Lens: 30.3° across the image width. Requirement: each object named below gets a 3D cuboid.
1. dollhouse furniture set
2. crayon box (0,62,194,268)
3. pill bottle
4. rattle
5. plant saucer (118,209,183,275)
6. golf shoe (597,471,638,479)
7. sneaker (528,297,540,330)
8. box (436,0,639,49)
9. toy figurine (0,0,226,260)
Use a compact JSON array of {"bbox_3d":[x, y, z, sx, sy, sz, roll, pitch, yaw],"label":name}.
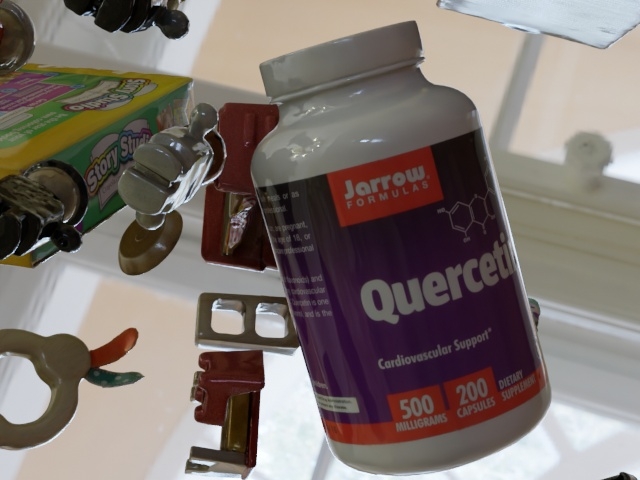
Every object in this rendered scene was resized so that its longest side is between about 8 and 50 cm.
[{"bbox_3d":[-0.055,0.058,1.298,0.201,0.152,0.374,112,162,-63],"label":"dollhouse furniture set"},{"bbox_3d":[-0.340,-0.093,1.211,0.363,0.313,0.106,-47,-39,-62],"label":"crayon box"},{"bbox_3d":[0.055,0.004,0.909,0.181,0.182,0.323,-34,-70,-68],"label":"pill bottle"},{"bbox_3d":[-0.295,0.159,1.231,0.200,0.130,0.142,-25,-27,-43],"label":"rattle"},{"bbox_3d":[-0.176,-0.003,1.198,0.015,0.083,0.083,46,-125,-39],"label":"plant saucer"},{"bbox_3d":[0.401,0.407,1.808,0.086,0.186,0.067,54,-172,-42],"label":"golf shoe"},{"bbox_3d":[0.200,0.098,1.343,0.038,0.098,0.069,73,-161,-55],"label":"sneaker"},{"bbox_3d":[0.216,-0.277,1.056,0.381,0.191,0.143,-16,-59,-87],"label":"box"},{"bbox_3d":[-0.181,-0.103,0.884,0.148,0.210,0.213,-49,-58,-74],"label":"toy figurine"}]
